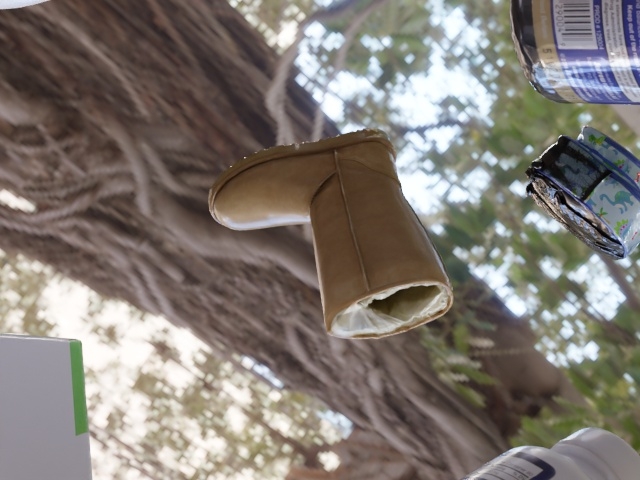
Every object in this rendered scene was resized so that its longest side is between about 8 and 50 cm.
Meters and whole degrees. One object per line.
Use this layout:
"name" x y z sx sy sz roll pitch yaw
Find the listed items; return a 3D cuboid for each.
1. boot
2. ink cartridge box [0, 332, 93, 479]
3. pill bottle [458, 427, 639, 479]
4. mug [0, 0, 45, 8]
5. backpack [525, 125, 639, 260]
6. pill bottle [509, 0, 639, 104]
"boot" 0.000 0.000 1.422 0.236 0.089 0.269 -21 -139 7
"ink cartridge box" -0.237 0.231 0.944 0.198 0.114 0.273 -109 -152 -53
"pill bottle" 0.127 0.198 0.854 0.186 0.112 0.112 -24 -160 -30
"mug" -0.155 -0.304 0.975 0.328 0.276 0.374 13 -125 31
"backpack" 0.254 -0.044 1.205 0.114 0.105 0.084 43 -92 13
"pill bottle" 0.220 -0.130 0.689 0.219 0.123 0.123 6 -119 35
